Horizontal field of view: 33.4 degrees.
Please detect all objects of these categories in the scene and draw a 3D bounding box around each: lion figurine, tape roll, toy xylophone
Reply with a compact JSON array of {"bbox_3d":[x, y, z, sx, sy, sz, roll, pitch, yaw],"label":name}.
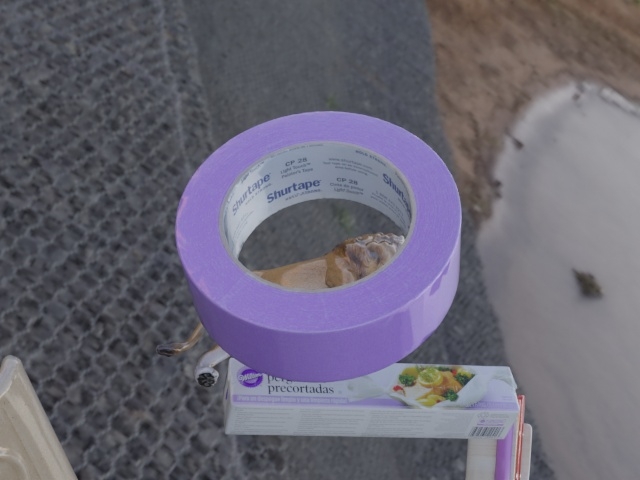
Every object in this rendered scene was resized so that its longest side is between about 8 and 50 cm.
[{"bbox_3d":[-0.039,0.085,1.594,0.392,0.142,0.240,-4,31,3],"label":"lion figurine"},{"bbox_3d":[0.000,0.000,1.049,0.274,0.090,0.275,-3,51,4],"label":"tape roll"},{"bbox_3d":[0.293,0.377,1.758,0.081,0.236,0.322,3,-4,16],"label":"toy xylophone"}]

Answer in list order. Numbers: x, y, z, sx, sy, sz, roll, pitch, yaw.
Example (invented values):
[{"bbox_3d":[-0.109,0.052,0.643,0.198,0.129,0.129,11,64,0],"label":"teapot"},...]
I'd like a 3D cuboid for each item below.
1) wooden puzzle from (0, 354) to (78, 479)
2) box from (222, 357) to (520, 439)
[{"bbox_3d":[-0.336,0.309,0.907,0.080,0.322,0.348,18,50,24],"label":"wooden puzzle"},{"bbox_3d":[0.056,0.176,1.178,0.323,0.067,0.063,2,48,-10],"label":"box"}]
